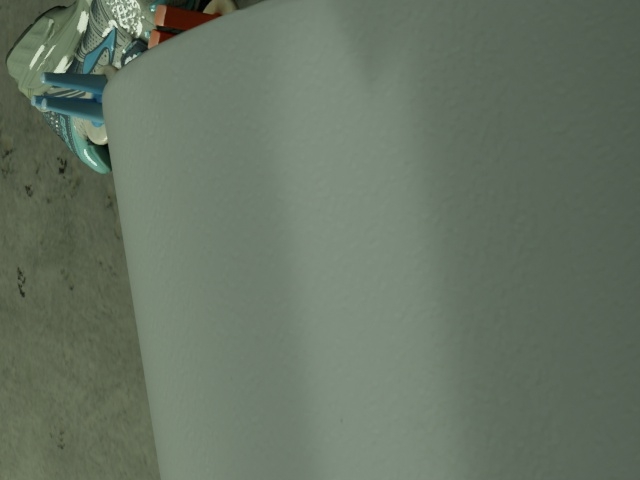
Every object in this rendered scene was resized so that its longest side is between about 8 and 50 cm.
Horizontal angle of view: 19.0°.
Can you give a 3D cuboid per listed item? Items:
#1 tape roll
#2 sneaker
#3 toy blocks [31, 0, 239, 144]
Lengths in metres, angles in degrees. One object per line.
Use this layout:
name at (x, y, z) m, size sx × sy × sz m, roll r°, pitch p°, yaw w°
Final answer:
tape roll at (0.074, 0.024, 0.516) m, size 0.246 × 0.246 × 0.169 m, roll -19°, pitch 80°, yaw 58°
sneaker at (-0.115, -0.144, 1.334) m, size 0.122 × 0.110 × 0.283 m, roll 59°, pitch 145°, yaw 9°
toy blocks at (-0.099, -0.108, 1.224) m, size 0.123 × 0.148 × 0.054 m, roll -54°, pitch 44°, yaw 38°
